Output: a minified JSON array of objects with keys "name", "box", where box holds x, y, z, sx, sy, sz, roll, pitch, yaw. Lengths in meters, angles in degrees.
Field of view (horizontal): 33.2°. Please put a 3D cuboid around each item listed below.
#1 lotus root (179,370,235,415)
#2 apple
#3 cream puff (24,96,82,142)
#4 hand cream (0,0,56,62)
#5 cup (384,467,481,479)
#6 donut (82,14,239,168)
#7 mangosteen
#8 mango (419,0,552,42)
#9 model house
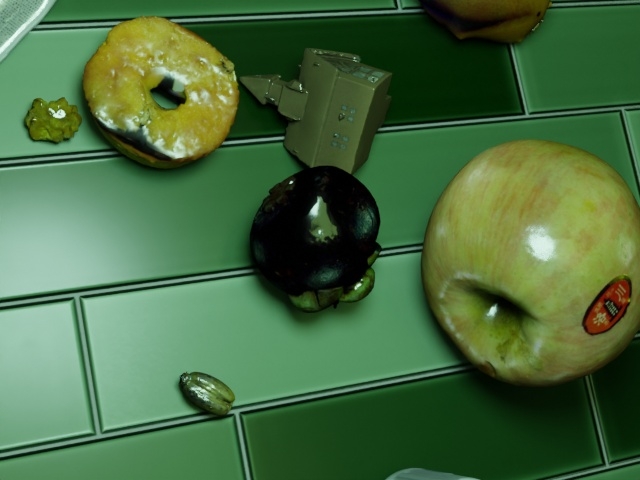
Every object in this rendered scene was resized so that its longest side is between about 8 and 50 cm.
[{"name":"lotus root","box":[-0.181,0.237,1.689,0.099,0.049,0.054,33,77,-12]},{"name":"apple","box":[0.359,0.028,1.775,0.391,0.391,0.346,48,53,-5]},{"name":"cream puff","box":[-0.420,-0.191,1.692,0.083,0.058,0.083,36,70,-11]},{"name":"hand cream","box":[-0.493,-0.382,1.713,0.121,0.076,0.336,39,74,-3]},{"name":"cup","box":[0.212,0.438,1.710,0.221,0.202,0.167,-22,88,-23]},{"name":"donut","box":[-0.257,-0.235,1.734,0.253,0.118,0.253,5,78,-22]},{"name":"mangosteen","box":[0.000,0.000,1.734,0.243,0.243,0.243,5,76,-20]},{"name":"mango","box":[0.295,-0.463,1.981,0.287,0.152,0.201,6,86,-17]},{"name":"model house","box":[-0.019,-0.243,1.830,0.248,0.181,0.176,22,26,11]}]
